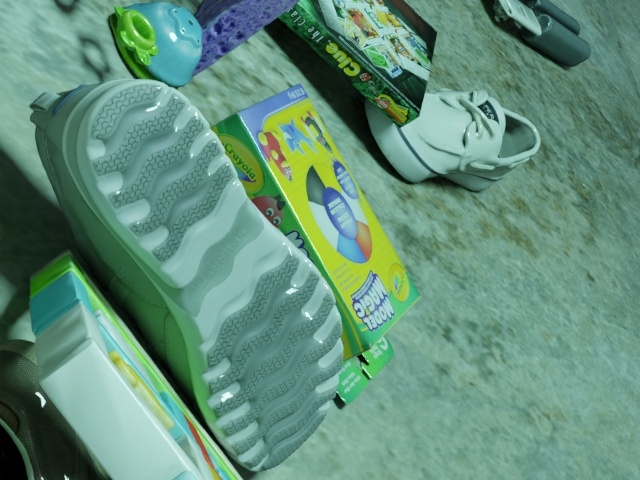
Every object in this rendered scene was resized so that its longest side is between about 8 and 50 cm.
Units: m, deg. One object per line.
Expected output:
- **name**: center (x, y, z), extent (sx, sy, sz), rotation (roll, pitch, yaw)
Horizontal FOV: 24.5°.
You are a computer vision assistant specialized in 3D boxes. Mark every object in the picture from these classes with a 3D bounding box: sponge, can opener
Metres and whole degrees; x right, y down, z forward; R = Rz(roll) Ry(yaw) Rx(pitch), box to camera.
- **sponge**: center (-0.015, -0.205, 1.087), extent (0.031, 0.210, 0.117), rotation (49, 29, -17)
- **can opener**: center (0.294, -0.295, 1.921), extent (0.280, 0.093, 0.074), rotation (22, 45, -61)

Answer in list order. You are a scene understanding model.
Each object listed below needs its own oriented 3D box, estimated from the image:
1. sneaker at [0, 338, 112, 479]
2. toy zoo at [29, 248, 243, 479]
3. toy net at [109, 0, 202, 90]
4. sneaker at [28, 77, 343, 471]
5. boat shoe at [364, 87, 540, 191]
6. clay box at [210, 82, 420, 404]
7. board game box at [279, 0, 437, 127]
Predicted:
- **sneaker**: center (-0.124, 0.142, 0.720), extent (0.188, 0.066, 0.071), rotation (55, 42, -2)
- **toy zoo**: center (-0.069, 0.109, 0.706), extent (0.192, 0.030, 0.293), rotation (55, -5, -15)
- **toy net**: center (-0.155, -0.213, 1.028), extent (0.122, 0.045, 0.232), rotation (-8, 70, -62)
- **sneaker**: center (-0.076, 0.015, 0.871), extent (0.105, 0.115, 0.281), rotation (-38, 124, -23)
- **boat shoe**: center (0.135, -0.104, 1.411), extent (0.267, 0.088, 0.096), rotation (16, 51, -57)
- **clay box**: center (0.000, 0.000, 1.091), extent (0.222, 0.053, 0.127), rotation (59, 25, -4)
- **board game box**: center (-0.002, -0.223, 1.279), extent (0.260, 0.030, 0.136), rotation (41, 40, -21)
